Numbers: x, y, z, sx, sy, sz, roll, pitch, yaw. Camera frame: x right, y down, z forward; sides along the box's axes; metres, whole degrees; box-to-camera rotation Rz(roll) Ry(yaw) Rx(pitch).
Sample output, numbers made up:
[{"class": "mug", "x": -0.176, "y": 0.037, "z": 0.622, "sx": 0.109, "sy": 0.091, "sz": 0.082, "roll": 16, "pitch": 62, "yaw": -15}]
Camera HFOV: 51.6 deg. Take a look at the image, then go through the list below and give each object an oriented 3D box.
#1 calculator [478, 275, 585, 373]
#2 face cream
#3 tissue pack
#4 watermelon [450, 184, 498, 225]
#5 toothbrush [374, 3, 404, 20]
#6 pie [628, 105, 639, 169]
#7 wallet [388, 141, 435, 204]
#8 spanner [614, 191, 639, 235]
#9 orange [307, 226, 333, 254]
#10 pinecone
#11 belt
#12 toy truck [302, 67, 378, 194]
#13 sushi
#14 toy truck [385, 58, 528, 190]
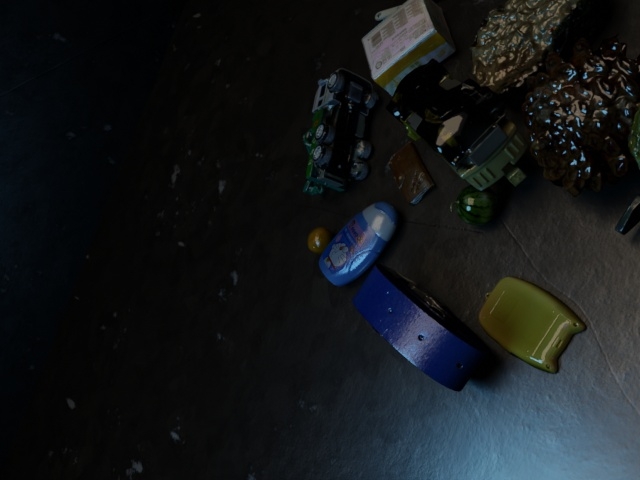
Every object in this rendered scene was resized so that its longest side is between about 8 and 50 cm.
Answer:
[{"class": "calculator", "x": 0.437, "y": 0.171, "z": 1.423, "sx": 0.236, "sy": 0.033, "sz": 0.157, "roll": 37, "pitch": 101, "yaw": 49}, {"class": "face cream", "x": 0.111, "y": 0.004, "z": 1.791, "sx": 0.264, "sy": 0.083, "sz": 0.149, "roll": -48, "pitch": 48, "yaw": 19}, {"class": "tissue pack", "x": 0.247, "y": -0.553, "z": 1.871, "sx": 0.225, "sy": 0.124, "sz": 0.185, "roll": -33, "pitch": 52, "yaw": 32}, {"class": "watermelon", "x": 0.363, "y": -0.086, "z": 1.557, "sx": 0.109, "sy": 0.109, "sz": 0.109, "roll": -21, "pitch": 59, "yaw": 38}, {"class": "toothbrush", "x": 0.303, "y": -0.711, "z": 1.950, "sx": 0.386, "sy": 0.040, "sz": 0.040, "roll": -1, "pitch": 72, "yaw": 45}, {"class": "pie", "x": 0.689, "y": -0.198, "z": 1.182, "sx": 0.277, "sy": 0.277, "sz": 0.078, "roll": -57, "pitch": 13, "yaw": 10}, {"class": "wallet", "x": 0.241, "y": -0.181, "z": 1.784, "sx": 0.095, "sy": 0.026, "sz": 0.176, "roll": -42, "pitch": 47, "yaw": 27}, {"class": "spanner", "x": 0.680, "y": -0.146, "z": 1.271, "sx": 0.325, "sy": 0.095, "sz": 0.040, "roll": -55, "pitch": 43, "yaw": 11}, {"class": "orange", "x": 0.000, "y": 0.000, "z": 1.913, "sx": 0.085, "sy": 0.085, "sz": 0.085, "roll": -21, "pitch": 59, "yaw": 38}, {"class": "pinecone", "x": 0.558, "y": -0.260, "z": 1.334, "sx": 0.296, "sy": 0.242, "sz": 0.298, "roll": -25, "pitch": 86, "yaw": 19}, {"class": "belt", "x": 0.224, "y": 0.188, "z": 1.500, "sx": 0.347, "sy": 0.212, "sz": 0.117, "roll": 42, "pitch": 104, "yaw": 43}, {"class": "toy truck", "x": 0.041, "y": -0.312, "z": 1.946, "sx": 0.178, "sy": 0.176, "sz": 0.364, "roll": -5, "pitch": 70, "yaw": 57}, {"class": "sushi", "x": 0.506, "y": -0.486, "z": 1.546, "sx": 0.350, "sy": 0.170, "sz": 0.211, "roll": -47, "pitch": 47, "yaw": 21}, {"class": "toy truck", "x": 0.327, "y": -0.269, "z": 1.572, "sx": 0.180, "sy": 0.254, "sz": 0.405, "roll": -44, "pitch": 31, "yaw": 9}]
